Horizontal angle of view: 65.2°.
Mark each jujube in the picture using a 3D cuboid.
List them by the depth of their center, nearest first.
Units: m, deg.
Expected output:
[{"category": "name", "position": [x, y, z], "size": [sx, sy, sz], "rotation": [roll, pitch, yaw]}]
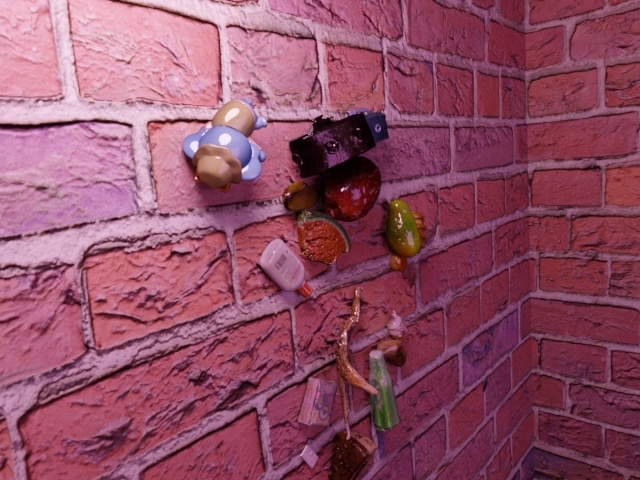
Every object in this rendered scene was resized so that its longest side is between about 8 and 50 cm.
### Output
[{"category": "jujube", "position": [0.104, -0.170, 1.631], "size": [0.243, 0.183, 0.183], "rotation": [-52, 128, -37]}]

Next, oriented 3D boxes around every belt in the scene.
[{"category": "belt", "position": [0.025, -0.301, 1.522], "size": [0.289, 0.184, 0.164], "rotation": [-30, 105, -35]}, {"category": "belt", "position": [0.147, -0.390, 1.715], "size": [0.218, 0.122, 0.128], "rotation": [-24, 107, -45]}]

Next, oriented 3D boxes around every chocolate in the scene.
[{"category": "chocolate", "position": [0.229, 0.558, 1.885], "size": [0.110, 0.110, 0.291], "rotation": [-21, 105, -47]}]

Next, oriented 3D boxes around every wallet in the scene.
[{"category": "wallet", "position": [-0.037, 0.712, 1.649], "size": [0.044, 0.011, 0.083], "rotation": [-54, 129, -33]}]

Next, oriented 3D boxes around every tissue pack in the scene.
[{"category": "tissue pack", "position": [-0.005, 0.529, 1.638], "size": [0.108, 0.060, 0.148], "rotation": [28, 72, -48]}]

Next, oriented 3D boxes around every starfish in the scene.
[{"category": "starfish", "position": [0.119, 0.413, 1.691], "size": [0.398, 0.132, 0.384], "rotation": [-87, 168, -70]}]

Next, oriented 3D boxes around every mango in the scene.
[{"category": "mango", "position": [0.311, -0.043, 1.927], "size": [0.125, 0.111, 0.233], "rotation": [-24, 100, -31]}]

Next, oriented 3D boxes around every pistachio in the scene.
[{"category": "pistachio", "position": [-0.066, -0.141, 1.539], "size": [0.173, 0.049, 0.089], "rotation": [-12, 123, -55]}]

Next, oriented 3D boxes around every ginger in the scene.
[{"category": "ginger", "position": [0.282, 0.435, 1.952], "size": [0.095, 0.069, 0.190], "rotation": [-57, 133, -13]}]

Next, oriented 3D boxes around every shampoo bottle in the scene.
[{"category": "shampoo bottle", "position": [-0.095, 0.098, 1.517], "size": [0.221, 0.051, 0.108], "rotation": [52, 54, -38]}]

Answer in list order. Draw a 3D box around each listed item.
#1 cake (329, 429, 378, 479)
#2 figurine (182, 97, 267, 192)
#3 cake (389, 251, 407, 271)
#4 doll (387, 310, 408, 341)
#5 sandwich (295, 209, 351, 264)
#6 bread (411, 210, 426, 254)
[{"category": "cake", "position": [0.114, 0.798, 1.734], "size": [0.112, 0.135, 0.246], "rotation": [16, 80, -49]}, {"category": "figurine", "position": [-0.221, -0.244, 1.281], "size": [0.180, 0.154, 0.262], "rotation": [51, 59, -24]}, {"category": "cake", "position": [0.313, 0.083, 1.992], "size": [0.084, 0.044, 0.084], "rotation": [-4, 95, -51]}, {"category": "doll", "position": [0.306, 0.340, 1.967], "size": [0.073, 0.084, 0.127], "rotation": [-35, 126, -45]}, {"category": "sandwich", "position": [0.004, -0.007, 1.615], "size": [0.235, 0.079, 0.159], "rotation": [16, 90, -45]}, {"category": "bread", "position": [0.380, -0.033, 2.036], "size": [0.119, 0.084, 0.177], "rotation": [12, 79, -49]}]
